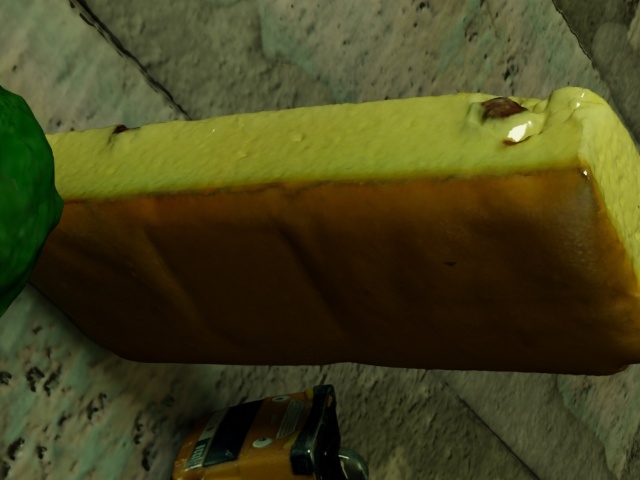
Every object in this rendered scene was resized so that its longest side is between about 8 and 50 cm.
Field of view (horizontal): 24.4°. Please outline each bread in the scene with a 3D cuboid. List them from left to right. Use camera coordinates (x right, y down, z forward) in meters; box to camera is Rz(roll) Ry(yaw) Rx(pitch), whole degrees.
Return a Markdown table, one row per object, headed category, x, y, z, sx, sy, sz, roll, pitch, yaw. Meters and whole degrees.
| category | x | y | z | sx | sy | sz | roll | pitch | yaw |
| --- | --- | --- | --- | --- | --- | --- | --- | --- | --- |
| bread | -0.001 | 0.000 | 0.732 | 0.138 | 0.361 | 0.077 | 53 | 49 | -38 |

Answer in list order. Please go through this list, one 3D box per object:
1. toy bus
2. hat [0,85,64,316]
| category | x | y | z | sx | sy | sz | roll | pitch | yaw |
| --- | --- | --- | --- | --- | --- | --- | --- | --- | --- |
| toy bus | -0.025 | 0.198 | 0.919 | 0.098 | 0.114 | 0.201 | -66 | 147 | -68 |
| hat | -0.220 | -0.034 | 0.532 | 0.400 | 0.285 | 0.285 | 41 | 63 | -51 |
